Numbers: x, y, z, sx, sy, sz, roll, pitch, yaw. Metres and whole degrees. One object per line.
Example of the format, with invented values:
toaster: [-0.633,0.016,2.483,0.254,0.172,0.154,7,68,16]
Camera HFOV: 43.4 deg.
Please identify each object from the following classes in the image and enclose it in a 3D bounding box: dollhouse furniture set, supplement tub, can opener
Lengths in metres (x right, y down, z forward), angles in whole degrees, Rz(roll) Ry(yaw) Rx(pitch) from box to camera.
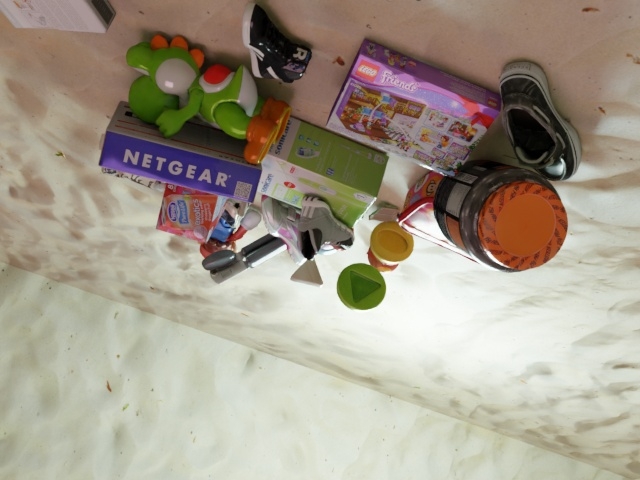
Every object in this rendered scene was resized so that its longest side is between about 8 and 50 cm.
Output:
dollhouse furniture set: [0.125,-0.093,2.091,0.152,0.058,0.076,6,154,-23]
supplement tub: [0.360,-0.053,1.630,0.207,0.207,0.338,22,-172,-9]
can opener: [-0.205,0.038,2.349,0.280,0.074,0.093,-26,148,-5]

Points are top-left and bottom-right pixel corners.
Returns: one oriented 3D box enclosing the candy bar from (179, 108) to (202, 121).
candy bar: [-0.351,-0.309,1.962,0.162,0.018,0.040,25,155,-18]

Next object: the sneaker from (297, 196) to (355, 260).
sneaker: [0.000,0.000,1.950,0.086,0.132,0.229,4,155,33]

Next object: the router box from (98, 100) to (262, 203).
router box: [-0.308,-0.205,1.803,0.336,0.082,0.301,14,-161,-12]

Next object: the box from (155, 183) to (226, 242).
box: [-0.286,-0.104,1.872,0.123,0.128,0.257,16,-161,-3]

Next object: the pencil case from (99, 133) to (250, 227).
pencil case: [-0.367,-0.177,2.076,0.410,0.159,0.183,23,178,-12]

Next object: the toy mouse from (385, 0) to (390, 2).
toy mouse: [0.162,-0.446,1.289,0.161,0.031,0.143,5,154,26]

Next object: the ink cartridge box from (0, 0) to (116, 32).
ink cartridge box: [-0.577,-0.528,1.597,0.239,0.060,0.275,9,155,21]

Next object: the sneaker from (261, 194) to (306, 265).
sneaker: [-0.075,-0.047,2.251,0.111,0.103,0.252,-26,127,19]

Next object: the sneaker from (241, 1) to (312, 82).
sneaker: [-0.077,-0.382,1.554,0.121,0.079,0.217,11,164,8]

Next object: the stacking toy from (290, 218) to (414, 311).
stacking toy: [0.066,0.056,2.149,0.309,0.279,0.130,23,155,-1]

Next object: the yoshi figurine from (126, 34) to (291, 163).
yoshi figurine: [-0.263,-0.287,1.736,0.362,0.203,0.203,29,169,0]

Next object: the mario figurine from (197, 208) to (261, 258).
mario figurine: [-0.294,-0.064,2.379,0.198,0.170,0.320,49,153,21]

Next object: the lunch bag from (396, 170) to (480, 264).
lunch bag: [0.341,-0.047,1.938,0.293,0.120,0.258,24,160,-9]

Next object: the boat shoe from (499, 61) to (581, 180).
boat shoe: [0.410,-0.195,1.550,0.121,0.119,0.335,-1,150,36]

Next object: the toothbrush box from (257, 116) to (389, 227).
toothbrush box: [-0.009,-0.162,1.915,0.283,0.122,0.206,22,157,-7]

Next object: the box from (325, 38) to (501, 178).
box: [0.181,-0.256,1.594,0.293,0.057,0.201,21,139,-7]
